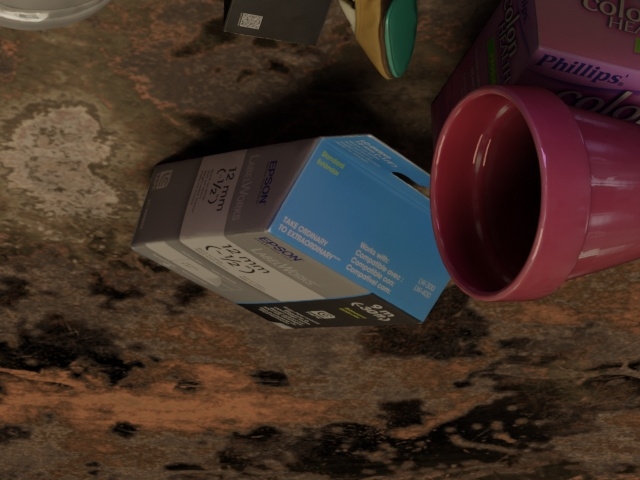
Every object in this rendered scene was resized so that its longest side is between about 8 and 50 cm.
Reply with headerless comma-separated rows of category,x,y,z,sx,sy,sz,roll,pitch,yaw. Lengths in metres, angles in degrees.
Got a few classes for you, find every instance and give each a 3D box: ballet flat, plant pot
ballet flat,0.051,-0.248,1.439,0.073,0.080,0.232,21,147,18
plant pot,0.227,-0.045,1.426,0.180,0.201,0.201,-2,149,-26

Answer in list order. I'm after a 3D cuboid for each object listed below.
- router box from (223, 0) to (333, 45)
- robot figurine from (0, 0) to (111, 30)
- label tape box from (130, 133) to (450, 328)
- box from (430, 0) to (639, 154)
router box,-0.004,-0.338,1.139,0.081,0.243,0.309,8,144,-12
robot figurine,-0.222,-0.297,1.205,0.300,0.200,0.353,-30,172,-26
label tape box,0.000,0.000,1.650,0.249,0.115,0.347,31,158,-37
box,0.257,-0.140,1.541,0.213,0.117,0.243,12,143,-17
